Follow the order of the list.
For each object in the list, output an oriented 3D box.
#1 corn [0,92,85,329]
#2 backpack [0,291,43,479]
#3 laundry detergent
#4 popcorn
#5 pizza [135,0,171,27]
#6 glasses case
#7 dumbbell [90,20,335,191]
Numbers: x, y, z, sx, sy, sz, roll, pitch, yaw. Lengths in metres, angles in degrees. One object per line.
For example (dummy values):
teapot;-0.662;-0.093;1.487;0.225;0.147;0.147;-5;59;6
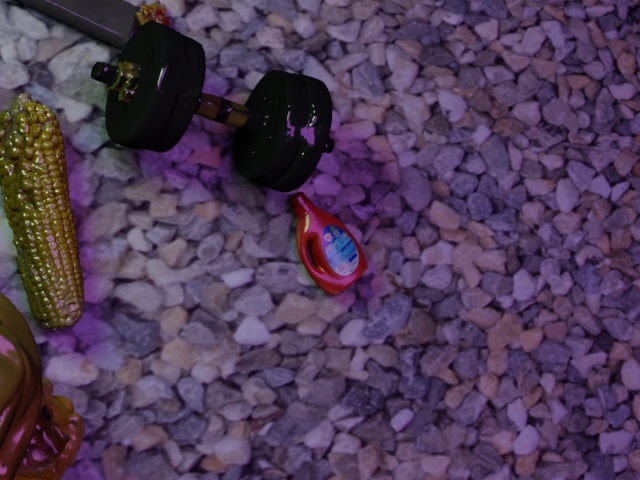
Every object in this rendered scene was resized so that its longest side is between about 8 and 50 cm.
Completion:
corn;-0.378;-0.038;1.615;0.097;0.097;0.319;-11;91;-33
backpack;-0.504;0.194;1.359;0.354;0.201;0.378;29;86;-20
laundry detergent;0.000;0.000;1.874;0.097;0.049;0.165;-41;102;-26
popcorn;-0.385;0.258;1.549;0.149;0.152;0.167;13;66;-11
pizza;-0.240;-0.329;1.765;0.083;0.025;0.078;46;43;-49
glasses case;-0.354;-0.340;1.699;0.191;0.042;0.072;23;62;-27
dumbbell;-0.145;-0.189;1.725;0.388;0.185;0.185;15;76;-30
